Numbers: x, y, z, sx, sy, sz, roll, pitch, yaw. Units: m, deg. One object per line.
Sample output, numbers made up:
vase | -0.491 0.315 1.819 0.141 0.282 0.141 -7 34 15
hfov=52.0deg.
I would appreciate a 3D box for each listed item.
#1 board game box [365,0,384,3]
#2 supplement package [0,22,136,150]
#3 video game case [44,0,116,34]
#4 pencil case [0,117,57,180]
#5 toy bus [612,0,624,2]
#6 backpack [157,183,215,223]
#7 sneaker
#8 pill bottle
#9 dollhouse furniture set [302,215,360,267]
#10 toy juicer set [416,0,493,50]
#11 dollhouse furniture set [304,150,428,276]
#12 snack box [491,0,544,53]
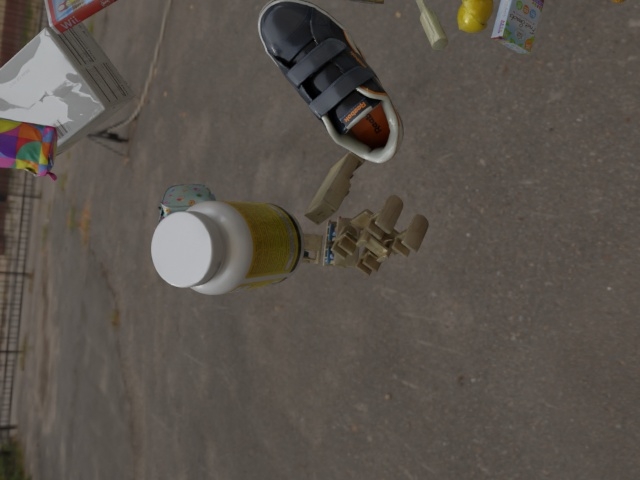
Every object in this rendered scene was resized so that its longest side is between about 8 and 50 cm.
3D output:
board game box | 0.059 -0.635 1.492 0.042 0.243 0.165 16 110 41
supplement package | -0.596 -0.327 1.480 0.262 0.204 0.145 -29 14 24
video game case | -0.309 -0.458 1.022 0.285 0.025 0.204 -27 58 7
pencil case | -0.603 -0.179 1.205 0.104 0.236 0.104 -170 90 -72
toy bus | 0.506 -0.554 1.066 0.108 0.130 0.333 45 164 29
backpack | -0.361 -0.077 1.802 0.188 0.165 0.144 -112 19 -65
sneaker | 0.026 -0.258 1.067 0.126 0.321 0.127 -40 22 22
pill bottle | -0.184 0.012 1.352 0.188 0.334 0.188 1 92 25
dollhouse furniture set | 0.000 0.000 1.745 0.129 0.183 0.129 167 109 -76
toy juicer set | 0.232 -0.417 1.041 0.329 0.089 0.209 136 123 -77
dollhouse furniture set | 0.111 -0.065 1.537 0.212 0.242 0.161 -35 23 57
snack box | 0.437 -0.497 1.444 0.037 0.100 0.141 17 93 57
